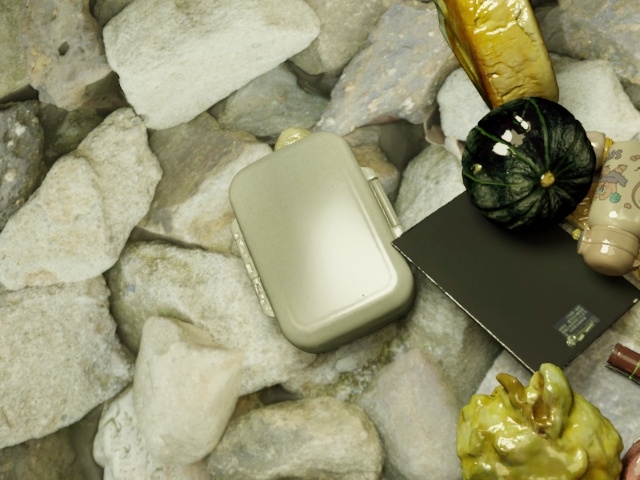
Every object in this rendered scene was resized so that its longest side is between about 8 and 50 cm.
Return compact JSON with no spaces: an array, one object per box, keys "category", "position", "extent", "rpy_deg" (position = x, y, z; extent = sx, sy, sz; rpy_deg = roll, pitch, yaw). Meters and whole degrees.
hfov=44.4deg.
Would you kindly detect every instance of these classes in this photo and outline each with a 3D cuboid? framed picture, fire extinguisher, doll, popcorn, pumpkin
[{"category":"framed picture","position":[0.322,0.047,1.294],"extent":[0.255,0.014,0.339],"rpy_deg":[-34,62,-25]},{"category":"fire extinguisher","position":[0.515,0.206,1.219],"extent":[0.132,0.039,0.056],"rpy_deg":[29,87,23]},{"category":"doll","position":[0.459,-0.161,1.363],"extent":[0.127,0.073,0.084],"rpy_deg":[9,40,15]},{"category":"popcorn","position":[0.311,0.308,1.133],"extent":[0.233,0.192,0.266],"rpy_deg":[-1,109,25]},{"category":"pumpkin","position":[0.337,-0.122,1.277],"extent":[0.220,0.220,0.162],"rpy_deg":[-31,26,4]}]

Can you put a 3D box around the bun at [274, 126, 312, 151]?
[{"category":"bun","position":[-0.051,-0.183,1.522],"extent":[0.086,0.055,0.086],"rpy_deg":[-5,70,15]}]

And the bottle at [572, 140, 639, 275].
[{"category":"bottle","position":[0.472,-0.049,1.246],"extent":[0.110,0.097,0.209],"rpy_deg":[19,74,14]}]

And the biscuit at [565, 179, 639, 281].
[{"category":"biscuit","position":[0.569,-0.011,1.281],"extent":[0.204,0.040,0.309],"rpy_deg":[-41,64,-4]}]

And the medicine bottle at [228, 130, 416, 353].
[{"category":"medicine bottle","position":[0.000,0.000,1.401],"extent":[0.282,0.123,0.375],"rpy_deg":[-26,66,5]}]

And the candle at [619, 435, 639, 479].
[{"category":"candle","position":[0.580,0.321,1.095],"extent":[0.287,0.131,0.317],"rpy_deg":[29,87,14]}]

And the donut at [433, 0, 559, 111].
[{"category":"donut","position":[0.290,-0.364,1.354],"extent":[0.160,0.330,0.330],"rpy_deg":[-21,66,16]}]
